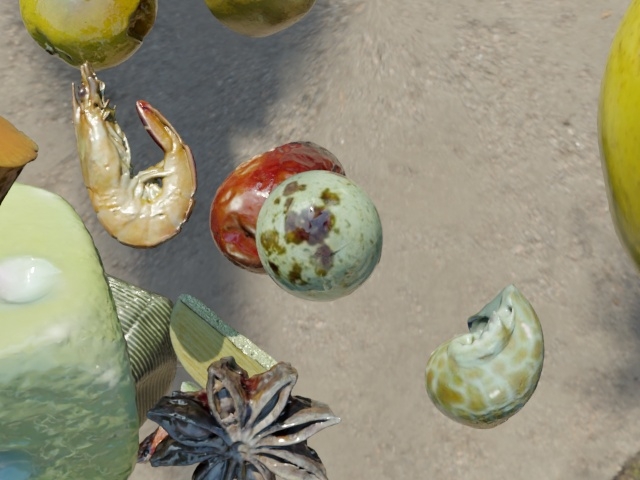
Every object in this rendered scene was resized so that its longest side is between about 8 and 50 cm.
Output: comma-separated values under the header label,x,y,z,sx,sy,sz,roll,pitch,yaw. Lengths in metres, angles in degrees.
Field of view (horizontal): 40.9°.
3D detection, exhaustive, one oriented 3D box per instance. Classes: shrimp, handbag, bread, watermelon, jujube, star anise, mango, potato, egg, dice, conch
label,x,y,z,sx,sy,sz,roll,pitch,yaw
shrimp,-0.224,-0.106,1.019,0.133,0.053,0.236,-20,87,9
handbag,-0.383,0.220,1.383,0.247,0.240,0.340,24,141,4
bread,-0.139,0.167,1.209,0.193,0.036,0.112,38,124,6
watermelon,-0.208,0.328,1.365,0.158,0.121,0.098,-49,142,-8
jujube,-0.065,-0.065,1.542,0.223,0.318,0.223,9,116,19
star anise,-0.101,0.238,1.088,0.236,0.109,0.223,8,116,-7
mango,-0.433,-0.486,1.600,0.253,0.182,0.365,-8,71,3
potato,-0.073,-0.412,1.349,0.203,0.158,0.178,47,69,-37
egg,0.000,0.000,1.146,0.169,0.231,0.169,-1,72,4
dice,-0.308,0.112,0.740,0.254,0.250,0.252,-14,131,-27
conch,0.163,0.125,0.831,0.106,0.116,0.173,26,116,-5

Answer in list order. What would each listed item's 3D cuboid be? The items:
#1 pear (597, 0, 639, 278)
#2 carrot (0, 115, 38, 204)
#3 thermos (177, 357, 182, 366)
label,x,y,z,sx,sy,sz,roll,pitch,yaw
pear,0.381,-0.073,0.614,0.362,0.362,0.418,2,94,3
carrot,-0.225,0.030,0.437,0.067,0.067,0.225,36,107,-7
thermos,-0.269,0.229,1.846,0.193,0.105,0.137,2,146,27
